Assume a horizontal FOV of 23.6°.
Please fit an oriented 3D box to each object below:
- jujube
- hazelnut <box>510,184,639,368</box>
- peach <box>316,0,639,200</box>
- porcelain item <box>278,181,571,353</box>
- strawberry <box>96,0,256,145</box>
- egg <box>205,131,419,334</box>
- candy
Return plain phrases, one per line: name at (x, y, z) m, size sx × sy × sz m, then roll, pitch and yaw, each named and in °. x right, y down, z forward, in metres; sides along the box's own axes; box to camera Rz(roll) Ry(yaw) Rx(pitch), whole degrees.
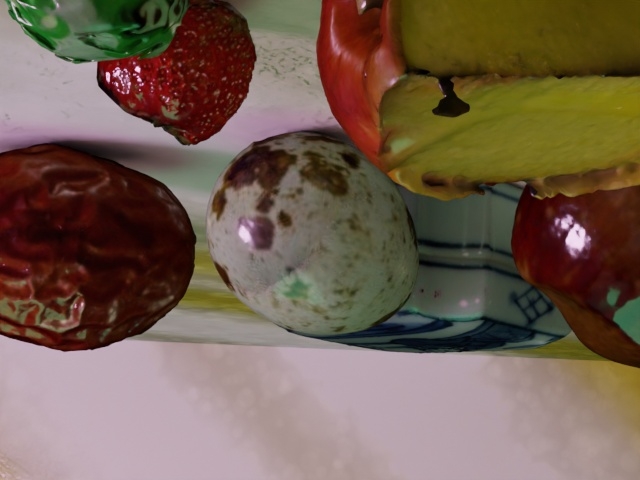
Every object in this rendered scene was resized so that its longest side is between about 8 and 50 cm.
jujube at (-0.262, 0.006, 1.423) m, size 0.290 × 0.197 × 0.197 m, roll 6°, pitch 170°, yaw -18°
hazelnut at (0.273, -0.003, 1.185) m, size 0.218 × 0.218 × 0.234 m, roll -6°, pitch 167°, yaw 42°
peach at (0.127, -0.109, 0.758) m, size 0.267 × 0.154 × 0.159 m, roll -4°, pitch 164°, yaw -17°
porcelain item at (0.102, 0.032, 1.582) m, size 0.281 × 0.157 × 0.286 m, roll -3°, pitch 168°, yaw 36°
strawberry at (-0.091, -0.116, 0.990) m, size 0.106 × 0.106 × 0.106 m, roll 3°, pitch 170°, yaw 0°
egg at (0.000, 0.000, 1.344) m, size 0.169 × 0.169 × 0.231 m, roll -5°, pitch 151°, yaw 39°
candy at (-0.231, -0.156, 0.852) m, size 0.323 × 0.097 × 0.097 m, roll 9°, pitch 171°, yaw 9°
